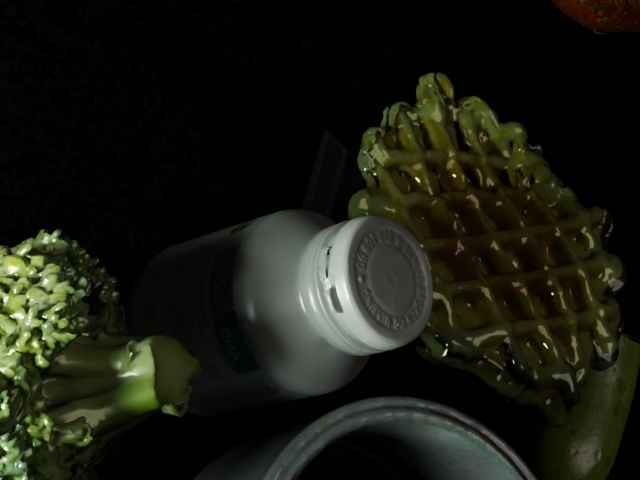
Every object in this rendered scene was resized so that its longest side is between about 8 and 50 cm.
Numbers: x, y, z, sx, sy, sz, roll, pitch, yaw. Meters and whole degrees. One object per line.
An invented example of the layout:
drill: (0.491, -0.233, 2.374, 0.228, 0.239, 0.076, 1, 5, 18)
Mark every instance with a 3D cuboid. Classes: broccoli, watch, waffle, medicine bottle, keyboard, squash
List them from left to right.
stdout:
broccoli: (-0.172, 0.094, 0.961, 0.226, 0.176, 0.198, 6, 82, -51)
medicine bottle: (-0.028, 0.049, 1.104, 0.135, 0.215, 0.135, 16, 66, -42)
keyboard: (0.000, 0.000, 1.302, 0.063, 0.010, 0.198, 40, 52, -34)
watch: (0.028, 0.290, 1.078, 0.335, 0.314, 0.327, -35, 91, -35)
waffle: (0.151, 0.009, 1.390, 0.317, 0.073, 0.297, 35, 47, -17)
squash: (0.246, 0.175, 1.454, 0.095, 0.095, 0.188, 39, 56, -32)

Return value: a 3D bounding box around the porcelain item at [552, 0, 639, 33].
porcelain item: (0.318, -0.344, 1.631, 0.253, 0.253, 0.253, 17, 66, -43)
